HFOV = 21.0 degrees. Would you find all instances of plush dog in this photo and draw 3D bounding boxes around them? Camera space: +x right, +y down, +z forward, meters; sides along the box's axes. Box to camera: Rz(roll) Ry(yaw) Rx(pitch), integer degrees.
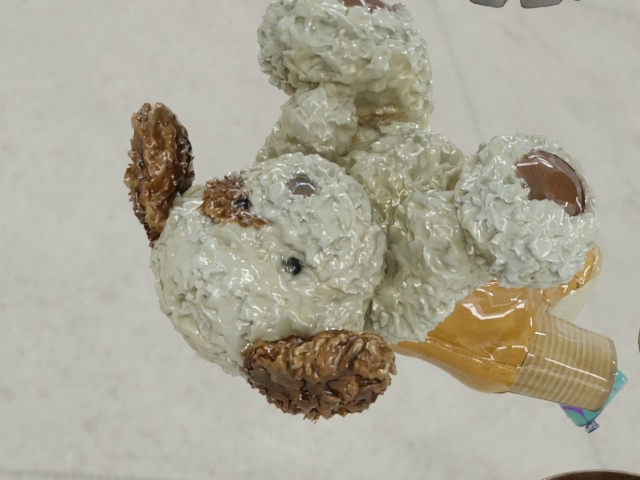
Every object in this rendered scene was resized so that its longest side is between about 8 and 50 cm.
[{"bbox_3d":[0.000,0.000,1.037,0.225,0.210,0.262,-23,56,-33],"label":"plush dog"}]

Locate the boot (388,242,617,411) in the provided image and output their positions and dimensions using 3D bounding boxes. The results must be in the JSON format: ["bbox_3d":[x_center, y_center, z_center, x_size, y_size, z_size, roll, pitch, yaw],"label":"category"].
[{"bbox_3d":[0.116,0.029,1.381,0.211,0.104,0.295,20,20,-8],"label":"boot"}]

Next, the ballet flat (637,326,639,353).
[{"bbox_3d":[0.293,0.151,1.248,0.073,0.080,0.232,38,36,-78],"label":"ballet flat"}]

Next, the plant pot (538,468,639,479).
[{"bbox_3d":[0.279,0.383,1.709,0.215,0.230,0.215,-2,28,1],"label":"plant pot"}]

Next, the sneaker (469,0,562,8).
[{"bbox_3d":[0.031,-0.198,0.743,0.314,0.136,0.116,17,66,17],"label":"sneaker"}]

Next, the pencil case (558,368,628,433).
[{"bbox_3d":[0.204,0.104,1.567,0.152,0.070,0.064,42,30,0],"label":"pencil case"}]
